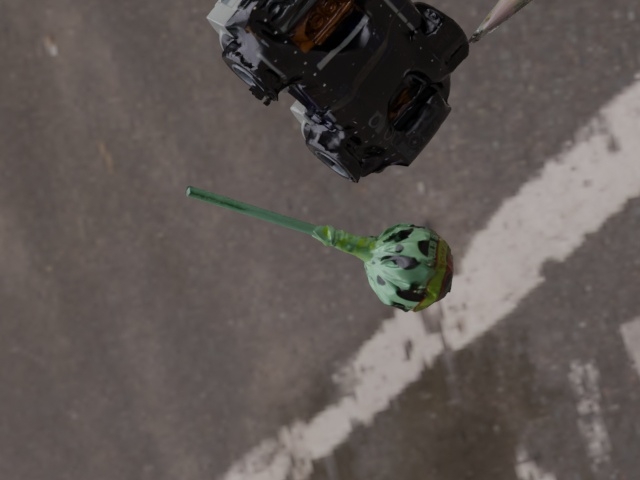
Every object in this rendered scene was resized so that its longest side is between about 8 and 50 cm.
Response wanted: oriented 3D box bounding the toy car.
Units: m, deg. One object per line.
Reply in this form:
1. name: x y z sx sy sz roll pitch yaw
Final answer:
1. toy car: 0.021 -0.177 1.454 0.118 0.301 0.193 32 83 40

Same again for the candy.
1. candy: 0.000 0.000 1.598 0.083 0.305 0.091 -126 55 -67

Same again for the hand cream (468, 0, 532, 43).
1. hand cream: 0.236 -0.296 1.914 0.039 0.143 0.061 48 165 -4
